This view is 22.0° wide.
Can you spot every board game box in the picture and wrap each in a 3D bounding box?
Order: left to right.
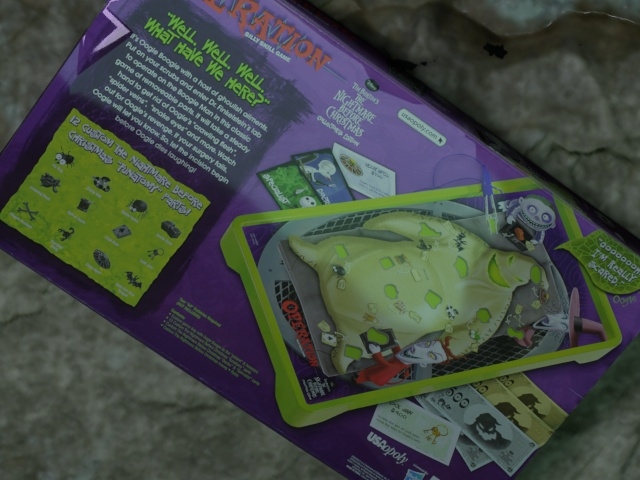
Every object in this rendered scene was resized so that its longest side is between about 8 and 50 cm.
[{"bbox_3d":[0.000,0.000,0.921,0.347,0.056,0.208,35,109,-10],"label":"board game box"}]
